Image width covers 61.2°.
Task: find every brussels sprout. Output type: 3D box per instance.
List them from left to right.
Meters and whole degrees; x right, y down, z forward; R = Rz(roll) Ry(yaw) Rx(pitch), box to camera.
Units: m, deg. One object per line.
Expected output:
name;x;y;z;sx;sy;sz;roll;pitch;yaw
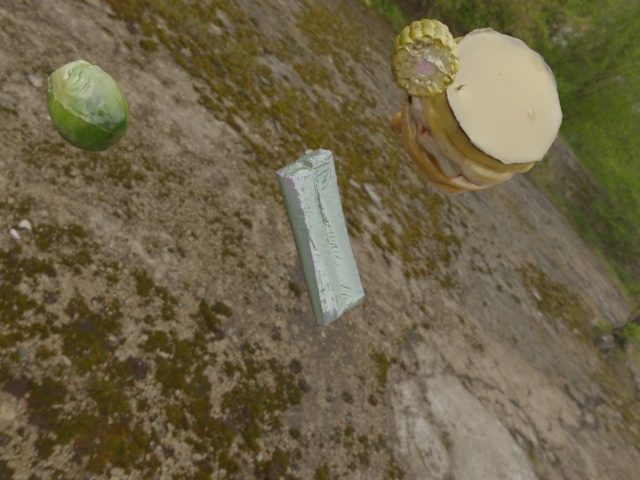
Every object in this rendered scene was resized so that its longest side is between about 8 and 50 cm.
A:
brussels sprout;-0.490;-0.278;1.137;0.180;0.161;0.144;51;-19;-23

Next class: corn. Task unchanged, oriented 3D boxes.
corn;0.128;-0.232;0.674;0.081;0.081;0.248;41;26;-9

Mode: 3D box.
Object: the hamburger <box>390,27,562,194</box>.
hamburger;0.262;-0.215;0.984;0.276;0.237;0.276;6;75;-24

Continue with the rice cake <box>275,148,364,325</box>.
rice cake;0.000;-0.001;0.696;0.080;0.042;0.221;-28;115;-31
